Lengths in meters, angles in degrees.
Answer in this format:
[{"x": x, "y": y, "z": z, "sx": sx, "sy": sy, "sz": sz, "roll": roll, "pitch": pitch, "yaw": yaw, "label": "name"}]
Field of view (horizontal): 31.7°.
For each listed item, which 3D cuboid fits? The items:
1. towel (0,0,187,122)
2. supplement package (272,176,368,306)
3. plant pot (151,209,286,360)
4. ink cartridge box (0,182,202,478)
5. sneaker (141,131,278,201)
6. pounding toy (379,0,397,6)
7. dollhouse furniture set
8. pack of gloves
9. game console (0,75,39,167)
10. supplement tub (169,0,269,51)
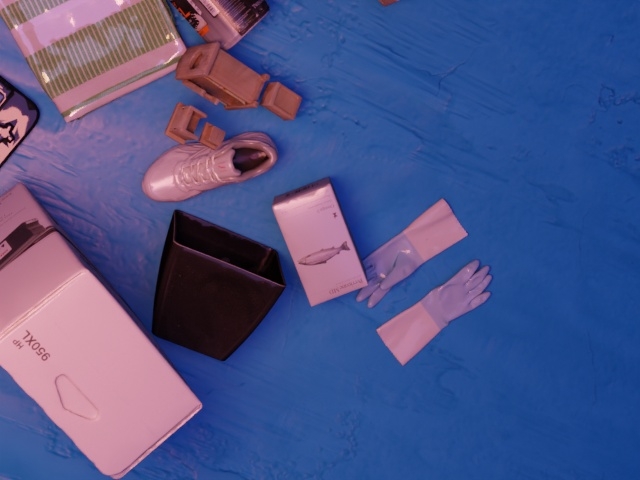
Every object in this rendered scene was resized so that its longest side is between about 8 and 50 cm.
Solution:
[{"x": -0.377, "y": -0.379, "z": 1.784, "sx": 0.247, "sy": 0.038, "sz": 0.325, "roll": -29, "pitch": 101, "yaw": -7, "label": "towel"}, {"x": 0.000, "y": 0.000, "z": 1.859, "sx": 0.105, "sy": 0.105, "sz": 0.179, "roll": -21, "pitch": 100, "yaw": 3, "label": "supplement package"}, {"x": -0.179, "y": 0.081, "z": 1.808, "sx": 0.188, "sy": 0.187, "sz": 0.167, "roll": 22, "pitch": 104, "yaw": -13, "label": "plant pot"}, {"x": -0.365, "y": 0.118, "z": 1.619, "sx": 0.166, "sy": 0.395, "sz": 0.285, "roll": -40, "pitch": 122, "yaw": -8, "label": "ink cartridge box"}, {"x": -0.175, "y": -0.121, "z": 1.812, "sx": 0.232, "sy": 0.115, "sz": 0.090, "roll": -21, "pitch": 100, "yaw": -9, "label": "sneaker"}, {"x": 0.073, "y": -0.486, "z": 1.838, "sx": 0.181, "sy": 0.094, "sz": 0.206, "roll": -44, "pitch": 102, "yaw": -5, "label": "pounding toy"}, {"x": -0.151, "y": -0.198, "z": 1.803, "sx": 0.182, "sy": 0.101, "sz": 0.161, "roll": 30, "pitch": 75, "yaw": -34, "label": "dollhouse furniture set"}, {"x": 0.180, "y": 0.075, "z": 1.944, "sx": 0.232, "sy": 0.046, "sz": 0.195, "roll": -38, "pitch": 101, "yaw": -6, "label": "pack of gloves"}, {"x": -0.608, "y": -0.189, "z": 1.685, "sx": 0.293, "sy": 0.173, "sz": 0.250, "roll": 39, "pitch": 87, "yaw": -13, "label": "game console"}, {"x": -0.181, "y": -0.400, "z": 1.782, "sx": 0.117, "sy": 0.117, "sz": 0.190, "roll": -43, "pitch": 102, "yaw": -5, "label": "supplement tub"}]
